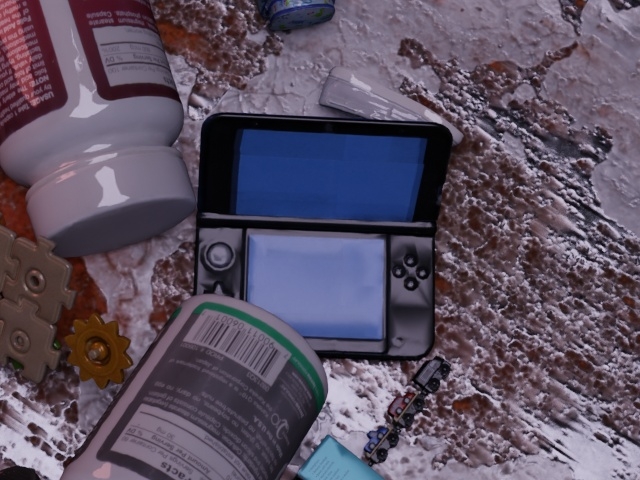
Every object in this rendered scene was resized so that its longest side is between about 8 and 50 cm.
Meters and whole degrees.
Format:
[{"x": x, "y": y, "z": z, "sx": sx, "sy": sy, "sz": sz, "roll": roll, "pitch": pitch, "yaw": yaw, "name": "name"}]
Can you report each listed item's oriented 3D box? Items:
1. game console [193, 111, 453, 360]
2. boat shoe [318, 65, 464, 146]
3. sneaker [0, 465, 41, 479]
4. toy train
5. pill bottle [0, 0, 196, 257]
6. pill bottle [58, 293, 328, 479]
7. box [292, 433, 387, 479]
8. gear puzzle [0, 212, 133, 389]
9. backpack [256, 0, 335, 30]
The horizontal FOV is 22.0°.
[{"x": 0.000, "y": 0.000, "z": 1.922, "sx": 0.293, "sy": 0.173, "sz": 0.250, "roll": 2, "pitch": 75, "yaw": -4, "name": "game console"}, {"x": 0.084, "y": -0.150, "z": 2.027, "sx": 0.184, "sy": 0.066, "sz": 0.063, "roll": 27, "pitch": 89, "yaw": 0, "name": "boat shoe"}, {"x": -0.360, "y": 0.408, "z": 1.794, "sx": 0.124, "sy": 0.178, "sz": 0.295, "roll": 10, "pitch": 57, "yaw": 42, "name": "sneaker"}, {"x": 0.099, "y": 0.201, "z": 1.955, "sx": 0.036, "sy": 0.027, "sz": 0.158, "roll": 36, "pitch": 75, "yaw": 8, "name": "toy train"}, {"x": -0.288, "y": -0.194, "z": 1.918, "sx": 0.224, "sy": 0.224, "sz": 0.392, "roll": -16, "pitch": 78, "yaw": -9, "name": "pill bottle"}, {"x": -0.156, "y": 0.250, "z": 1.781, "sx": 0.204, "sy": 0.204, "sz": 0.361, "roll": 31, "pitch": 58, "yaw": 3, "name": "pill bottle"}, {"x": 0.081, "y": 0.325, "z": 1.884, "sx": 0.244, "sy": 0.100, "sz": 0.060, "roll": 38, "pitch": 75, "yaw": 5, "name": "box"}, {"x": -0.344, "y": 0.058, "z": 1.869, "sx": 0.339, "sy": 0.044, "sz": 0.175, "roll": 27, "pitch": 114, "yaw": 20, "name": "gear puzzle"}, {"x": -0.025, "y": -0.310, "z": 2.028, "sx": 0.105, "sy": 0.114, "sz": 0.084, "roll": -10, "pitch": 77, "yaw": -8, "name": "backpack"}]
